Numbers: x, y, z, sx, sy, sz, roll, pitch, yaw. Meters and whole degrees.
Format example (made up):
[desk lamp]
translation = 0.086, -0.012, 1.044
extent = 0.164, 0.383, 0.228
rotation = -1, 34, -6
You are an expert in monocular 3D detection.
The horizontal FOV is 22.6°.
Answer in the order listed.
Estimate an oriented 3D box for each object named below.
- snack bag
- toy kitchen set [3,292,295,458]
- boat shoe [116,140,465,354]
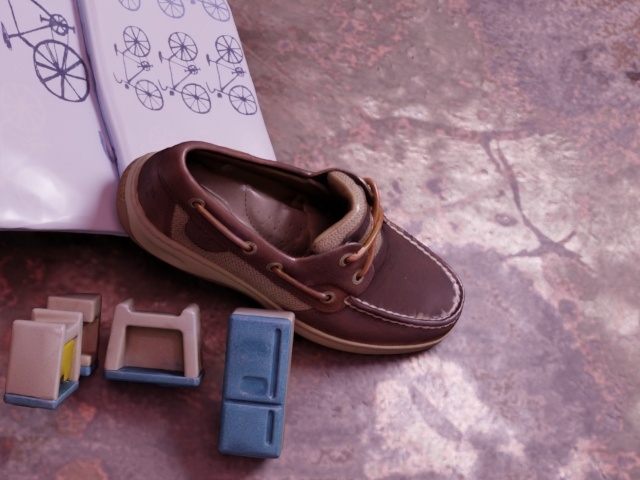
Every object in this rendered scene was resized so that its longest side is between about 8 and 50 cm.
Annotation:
[snack bag]
translation = -0.196, -0.150, 1.405
extent = 0.342, 0.037, 0.323
rotation = 3, 63, -40
[toy kitchen set]
translation = -0.134, 0.121, 1.291
extent = 0.207, 0.166, 0.122
rotation = 5, 97, 4
[boat shoe]
translation = 0.000, 0.000, 1.363
extent = 0.342, 0.123, 0.123
rotation = 26, 58, -25
